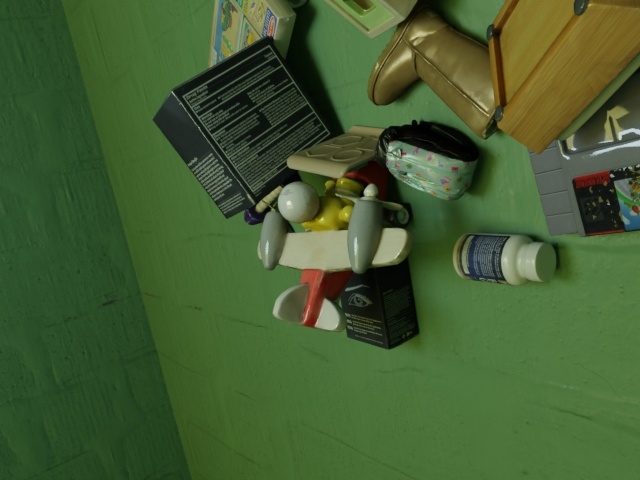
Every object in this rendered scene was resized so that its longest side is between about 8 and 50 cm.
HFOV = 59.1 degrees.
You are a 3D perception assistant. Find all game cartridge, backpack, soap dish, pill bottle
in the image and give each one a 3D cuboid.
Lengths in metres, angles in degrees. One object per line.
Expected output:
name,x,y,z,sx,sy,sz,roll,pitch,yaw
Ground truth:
game cartridge,0.475,-0.129,0.820,0.355,0.068,0.230,-10,93,54
backpack,0.213,-0.156,1.094,0.182,0.152,0.115,28,126,26
soap dish,0.330,-0.288,0.758,0.291,0.118,0.228,111,163,-66
pill bottle,0.338,0.034,1.043,0.169,0.094,0.094,4,109,53

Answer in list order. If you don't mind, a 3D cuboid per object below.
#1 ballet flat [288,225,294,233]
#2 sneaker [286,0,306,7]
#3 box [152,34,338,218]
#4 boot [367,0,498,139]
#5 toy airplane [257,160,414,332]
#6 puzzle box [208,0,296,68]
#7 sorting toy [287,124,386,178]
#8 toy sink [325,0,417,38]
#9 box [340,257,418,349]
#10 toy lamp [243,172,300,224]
ballet flat,-0.100,0.001,1.650,0.173,0.049,0.057,60,143,14
sneaker,-0.074,-0.655,1.270,0.115,0.090,0.232,56,149,33
box,-0.171,-0.262,1.320,0.294,0.296,0.183,55,150,-11
boot,0.222,-0.282,1.059,0.269,0.089,0.236,51,140,24
toy airplane,0.000,0.000,1.186,0.386,0.272,0.384,-36,30,18
puzzle box,-0.192,-0.508,1.466,0.272,0.052,0.409,55,152,17
sorting toy,0.060,-0.190,1.220,0.193,0.208,0.038,19,133,48
toy sink,0.060,-0.492,1.006,0.234,0.131,0.153,34,175,-19
box,0.133,0.136,1.353,0.153,0.108,0.207,7,111,52
toy lamp,-0.152,-0.119,1.640,0.275,0.080,0.080,-39,74,54
